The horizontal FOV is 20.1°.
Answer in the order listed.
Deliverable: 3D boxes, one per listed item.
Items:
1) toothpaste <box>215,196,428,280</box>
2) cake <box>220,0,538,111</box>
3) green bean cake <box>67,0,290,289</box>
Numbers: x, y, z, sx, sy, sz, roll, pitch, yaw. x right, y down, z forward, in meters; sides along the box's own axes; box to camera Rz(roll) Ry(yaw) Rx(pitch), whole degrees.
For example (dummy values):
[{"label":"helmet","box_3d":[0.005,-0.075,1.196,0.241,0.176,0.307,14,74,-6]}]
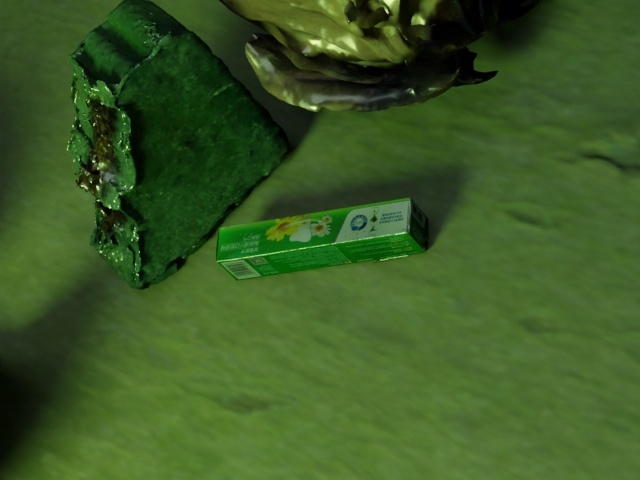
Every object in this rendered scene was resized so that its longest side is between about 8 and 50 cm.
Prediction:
[{"label":"toothpaste","box_3d":[0.000,0.000,1.507,0.178,0.043,0.037,-9,59,23]},{"label":"cake","box_3d":[0.051,-0.269,1.507,0.332,0.332,0.321,-26,94,13]},{"label":"green bean cake","box_3d":[-0.153,-0.085,1.530,0.193,0.208,0.107,-43,51,-1]}]
